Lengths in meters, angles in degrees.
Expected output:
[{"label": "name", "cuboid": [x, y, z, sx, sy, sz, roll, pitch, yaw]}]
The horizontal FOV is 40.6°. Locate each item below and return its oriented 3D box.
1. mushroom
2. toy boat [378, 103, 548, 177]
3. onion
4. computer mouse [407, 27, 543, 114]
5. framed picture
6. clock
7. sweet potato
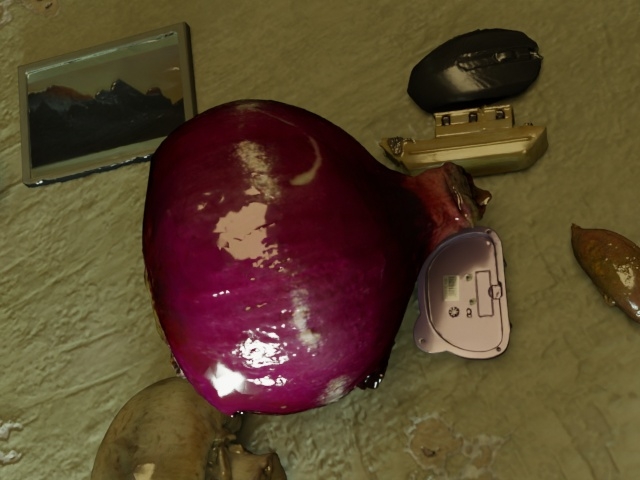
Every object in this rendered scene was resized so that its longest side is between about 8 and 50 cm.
[{"label": "mushroom", "cuboid": [-0.153, 0.274, 0.947, 0.195, 0.189, 0.254, -3, 77, 17]}, {"label": "toy boat", "cuboid": [0.171, -0.120, 1.044, 0.200, 0.057, 0.077, -6, 68, 14]}, {"label": "onion", "cuboid": [0.000, 0.000, 0.917, 0.385, 0.348, 0.348, -19, 70, -5]}, {"label": "computer mouse", "cuboid": [0.189, -0.210, 1.063, 0.172, 0.057, 0.099, -15, 74, 9]}, {"label": "framed picture", "cuboid": [-0.299, -0.188, 1.208, 0.265, 0.018, 0.192, -12, 73, 11]}, {"label": "clock", "cuboid": [0.162, 0.065, 0.996, 0.110, 0.050, 0.153, -5, 73, 13]}, {"label": "sweet potato", "cuboid": [0.349, 0.058, 0.943, 0.068, 0.068, 0.226, -38, 70, 2]}]
